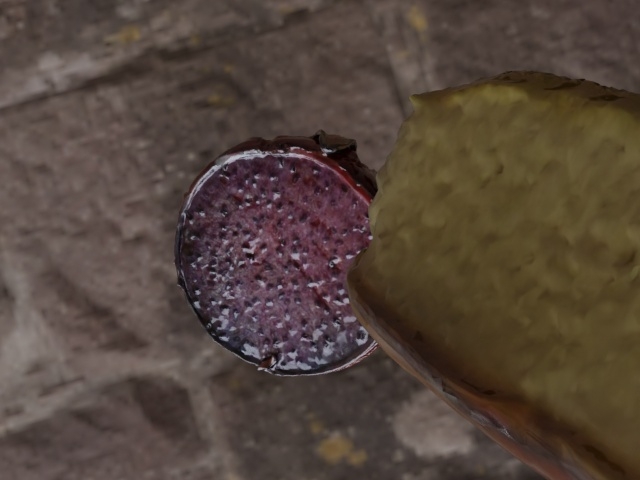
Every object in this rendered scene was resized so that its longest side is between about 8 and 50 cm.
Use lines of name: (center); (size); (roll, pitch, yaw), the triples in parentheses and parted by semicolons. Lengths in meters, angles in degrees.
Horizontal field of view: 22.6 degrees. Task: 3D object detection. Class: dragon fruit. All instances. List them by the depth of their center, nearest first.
dragon fruit: (-0.004, 0.000, 1.435); (0.224, 0.218, 0.148); (-53, 170, 25)

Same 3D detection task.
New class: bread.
bread: (0.210, 0.076, 0.608); (0.333, 0.143, 0.323); (27, 180, -30)
